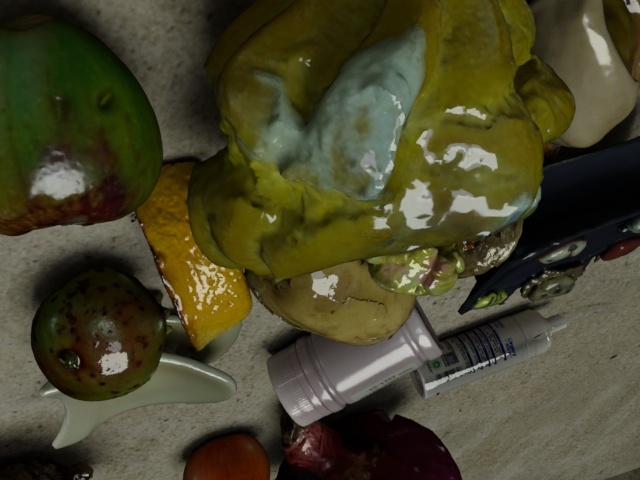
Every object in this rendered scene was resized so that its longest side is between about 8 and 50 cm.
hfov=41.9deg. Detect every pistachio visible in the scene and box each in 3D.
[{"bbox_3d":[0.274,-0.199,0.899,0.153,0.138,0.238,10,147,10],"label":"pistachio"}]

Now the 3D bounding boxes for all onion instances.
[{"bbox_3d":[0.046,0.458,1.538,0.398,0.398,0.420,-29,126,7],"label":"onion"}]

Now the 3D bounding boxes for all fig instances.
[{"bbox_3d":[-0.227,-0.091,0.696,0.181,0.181,0.191,-11,123,-21],"label":"fig"}]

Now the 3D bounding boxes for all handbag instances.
[{"bbox_3d":[0.346,-0.008,1.193,0.303,0.122,0.329,-18,160,-10],"label":"handbag"}]

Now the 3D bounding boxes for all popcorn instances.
[{"bbox_3d":[0.105,0.017,0.958,0.109,0.097,0.089,-18,119,-6],"label":"popcorn"}]

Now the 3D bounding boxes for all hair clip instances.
[{"bbox_3d":[-0.234,0.175,1.142,0.282,0.113,0.173,-8,145,-15],"label":"hair clip"}]

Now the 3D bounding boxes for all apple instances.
[{"bbox_3d":[-0.167,0.433,1.519,0.163,0.139,0.163,-17,145,-12],"label":"apple"}]

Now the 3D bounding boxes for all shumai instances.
[{"bbox_3d":[0.161,-0.019,1.013,0.105,0.123,0.139,11,156,-31],"label":"shumai"}]

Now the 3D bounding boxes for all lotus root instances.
[{"bbox_3d":[0.009,0.043,1.040,0.160,0.146,0.284,-46,140,17],"label":"lotus root"}]

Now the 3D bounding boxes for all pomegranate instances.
[{"bbox_3d":[-0.248,0.106,0.997,0.159,0.159,0.205,-39,172,21],"label":"pomegranate"}]

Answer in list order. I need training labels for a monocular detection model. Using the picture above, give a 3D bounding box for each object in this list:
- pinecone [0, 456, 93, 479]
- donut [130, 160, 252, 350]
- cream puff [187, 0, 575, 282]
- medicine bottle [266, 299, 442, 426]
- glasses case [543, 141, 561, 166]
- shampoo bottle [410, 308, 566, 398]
[{"bbox_3d":[-0.457,0.460,1.268,0.295,0.242,0.298,-29,154,3],"label":"pinecone"},{"bbox_3d":[-0.139,0.039,0.950,0.101,0.152,0.259,-20,148,-10],"label":"donut"},{"bbox_3d":[0.050,-0.125,0.762,0.378,0.276,0.378,-16,-179,0],"label":"cream puff"},{"bbox_3d":[0.052,0.178,1.300,0.249,0.133,0.133,-30,148,7],"label":"medicine bottle"},{"bbox_3d":[0.197,-0.102,1.065,0.218,0.049,0.075,-9,144,-23],"label":"glasses case"},{"bbox_3d":[0.313,0.199,1.546,0.303,0.092,0.092,-19,148,-10],"label":"shampoo bottle"}]
